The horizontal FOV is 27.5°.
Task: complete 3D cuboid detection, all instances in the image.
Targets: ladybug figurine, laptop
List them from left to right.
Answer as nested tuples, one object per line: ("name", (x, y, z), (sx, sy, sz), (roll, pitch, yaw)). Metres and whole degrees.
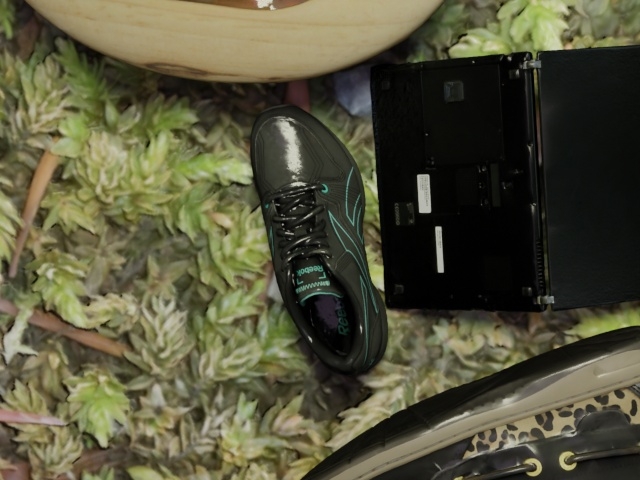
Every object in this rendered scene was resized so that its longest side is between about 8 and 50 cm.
("ladybug figurine", (-0.087, -0.294, 1.160), (0.449, 0.162, 0.305), (11, 96, 7))
("laptop", (0.197, -0.058, 1.221), (0.264, 0.136, 0.234), (-1, 96, 34))

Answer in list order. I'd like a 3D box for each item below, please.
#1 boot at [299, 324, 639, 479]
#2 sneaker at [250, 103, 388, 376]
("boot", (0.188, 0.267, 1.199), (0.377, 0.138, 0.284), (-24, 92, 5))
("sneaker", (0.000, 0.000, 1.209), (0.101, 0.106, 0.267), (-19, 92, 11))
